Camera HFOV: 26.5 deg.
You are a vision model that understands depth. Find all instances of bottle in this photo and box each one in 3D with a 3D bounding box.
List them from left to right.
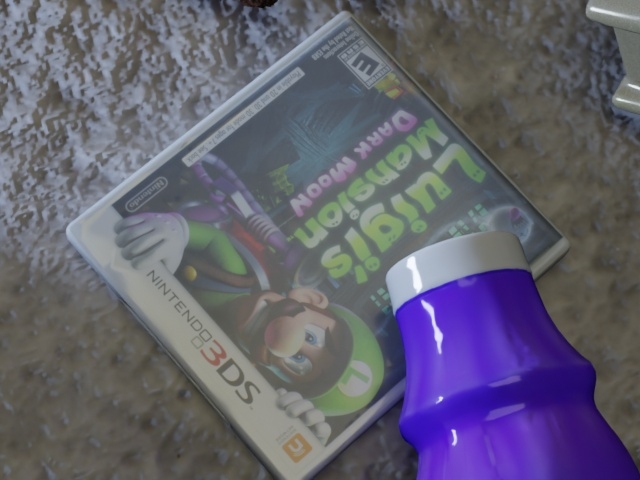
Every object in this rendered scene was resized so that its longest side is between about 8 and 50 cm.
[{"bbox_3d":[0.098,0.136,0.589,0.092,0.118,0.283,-26,70,28],"label":"bottle"}]

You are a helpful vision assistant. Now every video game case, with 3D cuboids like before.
[{"bbox_3d":[0.000,0.000,0.682,0.190,0.022,0.173,-40,79,-15],"label":"video game case"}]

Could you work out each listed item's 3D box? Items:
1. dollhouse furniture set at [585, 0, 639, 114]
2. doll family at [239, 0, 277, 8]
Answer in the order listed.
[{"bbox_3d":[0.269,-0.105,0.628,0.259,0.262,0.135,22,67,36],"label":"dollhouse furniture set"},{"bbox_3d":[0.011,-0.230,0.675,0.118,0.263,0.163,-17,57,-47],"label":"doll family"}]
